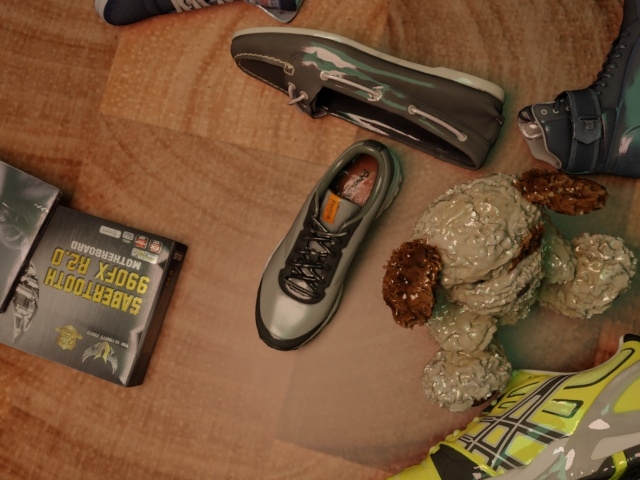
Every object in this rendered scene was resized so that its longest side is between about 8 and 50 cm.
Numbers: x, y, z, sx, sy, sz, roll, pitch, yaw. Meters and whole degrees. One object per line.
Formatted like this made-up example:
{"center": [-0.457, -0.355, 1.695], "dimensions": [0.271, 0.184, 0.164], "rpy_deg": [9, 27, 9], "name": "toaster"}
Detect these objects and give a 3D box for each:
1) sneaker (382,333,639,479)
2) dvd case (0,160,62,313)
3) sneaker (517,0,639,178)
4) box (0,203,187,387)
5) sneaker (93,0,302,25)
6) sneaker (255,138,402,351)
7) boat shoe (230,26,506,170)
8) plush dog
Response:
{"center": [0.213, 0.229, 0.839], "dimensions": [0.385, 0.145, 0.147], "rpy_deg": [-22, 48, 9], "name": "sneaker"}
{"center": [-0.444, -0.033, 0.941], "dimensions": [0.221, 0.018, 0.164], "rpy_deg": [25, 87, 6], "name": "dvd case"}
{"center": [0.307, -0.181, 0.881], "dimensions": [0.163, 0.086, 0.226], "rpy_deg": [1, 84, 6], "name": "sneaker"}
{"center": [-0.302, 0.056, 0.957], "dimensions": [0.231, 0.056, 0.183], "rpy_deg": [18, 85, 10], "name": "box"}
{"center": [-0.130, -0.313, 0.957], "dimensions": [0.282, 0.099, 0.153], "rpy_deg": [-32, 78, 0], "name": "sneaker"}
{"center": [0.000, 0.000, 0.895], "dimensions": [0.100, 0.108, 0.271], "rpy_deg": [28, 89, 9], "name": "sneaker"}
{"center": [0.045, -0.166, 0.906], "dimensions": [0.335, 0.112, 0.095], "rpy_deg": [15, 81, 7], "name": "boat shoe"}
{"center": [0.165, 0.014, 0.784], "dimensions": [0.262, 0.225, 0.210], "rpy_deg": [-36, 62, -4], "name": "plush dog"}
